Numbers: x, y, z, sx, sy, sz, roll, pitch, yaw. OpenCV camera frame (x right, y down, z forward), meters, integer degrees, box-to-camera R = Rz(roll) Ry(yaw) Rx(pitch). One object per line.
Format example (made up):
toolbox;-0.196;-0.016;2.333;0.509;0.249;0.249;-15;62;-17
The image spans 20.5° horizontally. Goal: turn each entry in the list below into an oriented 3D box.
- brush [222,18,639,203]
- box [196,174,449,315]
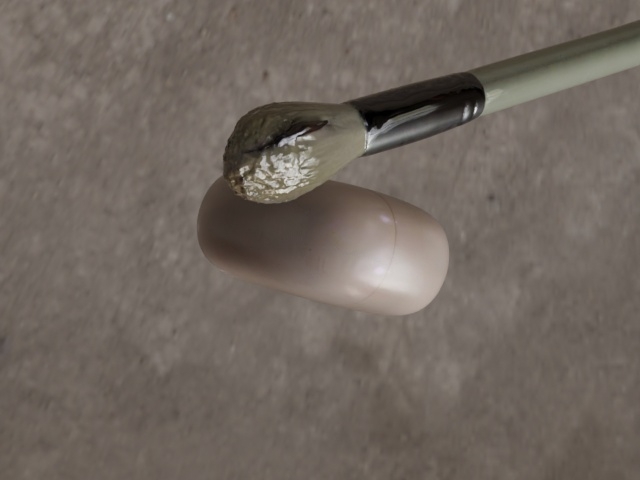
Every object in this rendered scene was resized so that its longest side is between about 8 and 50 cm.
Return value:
brush;0.078;-0.071;0.808;0.299;0.039;0.042;-20;119;-33
box;0.000;0.000;1.296;0.146;0.200;0.088;14;88;-41
